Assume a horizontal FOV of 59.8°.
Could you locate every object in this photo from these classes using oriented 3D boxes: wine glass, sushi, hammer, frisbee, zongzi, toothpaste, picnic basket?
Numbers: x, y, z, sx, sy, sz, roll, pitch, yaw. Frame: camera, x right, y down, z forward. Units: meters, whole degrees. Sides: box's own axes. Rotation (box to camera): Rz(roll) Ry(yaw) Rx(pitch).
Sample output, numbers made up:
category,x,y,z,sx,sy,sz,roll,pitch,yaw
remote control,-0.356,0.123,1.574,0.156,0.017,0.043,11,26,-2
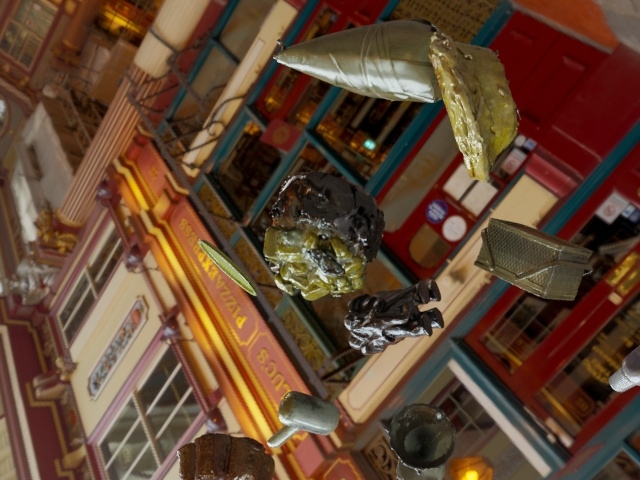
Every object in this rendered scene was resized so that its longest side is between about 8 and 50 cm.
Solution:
category,x,y,z,sx,sy,sz,roll,pitch,yaw
wine glass,0.237,0.498,1.311,0.156,0.156,0.232,48,160,35
sushi,0.000,0.000,1.564,0.327,0.285,0.329,21,153,5
hammer,-0.085,0.614,1.840,0.201,0.305,0.113,25,-141,-18
frisbee,-0.270,0.078,1.635,0.236,0.017,0.236,39,164,13
zongzi,0.158,-0.428,1.368,0.418,0.182,0.447,9,-168,20
toothpaste,0.744,0.251,1.222,0.068,0.282,0.099,-2,-129,-27
picnic basket,0.558,0.047,1.471,0.165,0.139,0.266,8,-166,-35

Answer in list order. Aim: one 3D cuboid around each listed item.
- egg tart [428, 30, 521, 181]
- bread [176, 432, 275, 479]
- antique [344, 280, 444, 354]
category,x,y,z,sx,sy,sz,roll,pitch,yaw
egg tart,0.282,-0.249,1.003,0.295,0.116,0.295,-20,-90,-74
bread,-0.233,0.592,1.435,0.232,0.246,0.135,49,-152,-36
antique,0.225,0.235,1.696,0.322,0.255,0.185,0,-106,-66
